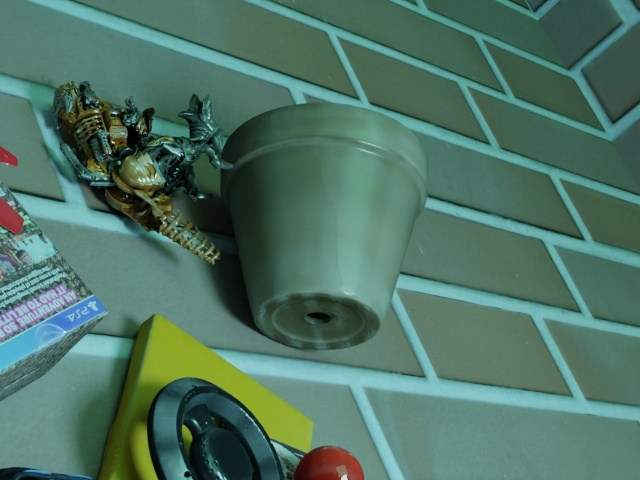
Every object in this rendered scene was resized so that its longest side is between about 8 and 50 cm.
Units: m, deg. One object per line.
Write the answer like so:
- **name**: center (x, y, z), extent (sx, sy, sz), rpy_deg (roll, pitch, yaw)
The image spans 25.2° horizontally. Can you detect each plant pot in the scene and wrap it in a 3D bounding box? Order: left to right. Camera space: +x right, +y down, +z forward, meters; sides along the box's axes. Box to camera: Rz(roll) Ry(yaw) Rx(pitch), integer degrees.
- **plant pot**: center (0.000, 0.000, 2.139), extent (0.323, 0.323, 0.280), rpy_deg (27, 53, -34)

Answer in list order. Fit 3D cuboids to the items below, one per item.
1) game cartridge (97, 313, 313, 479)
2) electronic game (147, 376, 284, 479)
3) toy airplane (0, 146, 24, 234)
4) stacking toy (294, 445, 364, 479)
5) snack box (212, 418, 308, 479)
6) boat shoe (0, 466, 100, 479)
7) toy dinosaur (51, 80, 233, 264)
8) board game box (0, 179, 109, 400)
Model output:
- **game cartridge**: center (-0.139, 0.279, 1.824), extent (0.285, 0.053, 0.323), rpy_deg (37, 32, -20)
- **electronic game**: center (-0.121, 0.268, 1.719), extent (0.229, 0.048, 0.229), rpy_deg (40, 31, -30)
- **toy airplane**: center (-0.387, -0.074, 1.632), extent (0.151, 0.028, 0.151), rpy_deg (36, 31, -25)
- **stacking toy**: center (0.008, 0.370, 1.709), extent (0.141, 0.141, 0.330), rpy_deg (37, 23, -19)
- **snack box**: center (-0.067, 0.284, 1.839), extent (0.178, 0.022, 0.064), rpy_deg (28, 39, -33)
- **boat shoe**: center (-0.247, 0.312, 1.565), extent (0.258, 0.089, 0.109), rpy_deg (17, 63, -35)
- **toy dinosaur**: center (-0.256, -0.098, 2.071), extent (0.218, 0.164, 0.322), rpy_deg (-26, 95, -46)
- **board game box**: center (-0.427, 0.043, 1.611), extent (0.291, 0.141, 0.232), rpy_deg (51, 28, 4)
